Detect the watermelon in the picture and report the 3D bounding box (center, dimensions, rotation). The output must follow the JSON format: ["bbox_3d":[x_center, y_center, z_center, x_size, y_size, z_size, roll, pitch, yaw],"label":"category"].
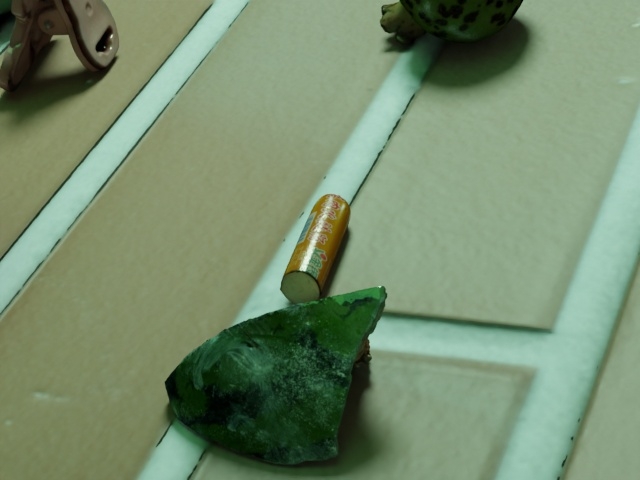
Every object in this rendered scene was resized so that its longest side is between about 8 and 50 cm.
[{"bbox_3d":[-0.029,0.093,0.892,0.155,0.080,0.101,-5,73,9],"label":"watermelon"}]

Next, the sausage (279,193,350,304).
[{"bbox_3d":[0.000,0.000,1.011,0.031,0.031,0.107,1,40,20],"label":"sausage"}]

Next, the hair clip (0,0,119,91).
[{"bbox_3d":[-0.256,-0.213,1.292,0.102,0.138,0.123,-5,45,21],"label":"hair clip"}]

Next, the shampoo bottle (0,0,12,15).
[{"bbox_3d":[-0.400,-0.260,1.390,0.350,0.151,0.222,-27,36,-17],"label":"shampoo bottle"}]

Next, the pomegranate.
[{"bbox_3d":[0.104,-0.215,1.208,0.161,0.122,0.122,-36,20,40],"label":"pomegranate"}]
